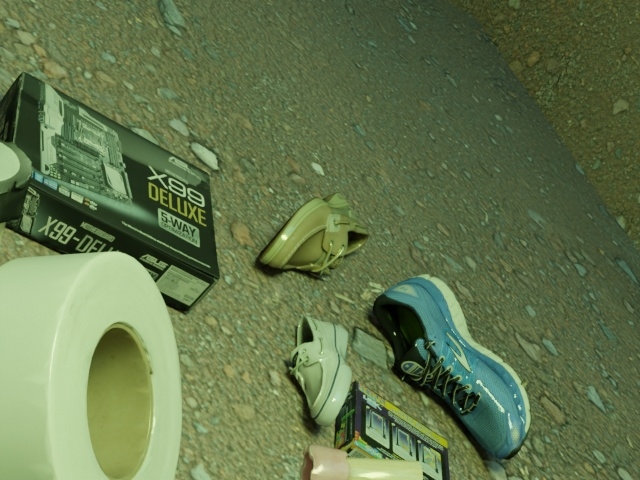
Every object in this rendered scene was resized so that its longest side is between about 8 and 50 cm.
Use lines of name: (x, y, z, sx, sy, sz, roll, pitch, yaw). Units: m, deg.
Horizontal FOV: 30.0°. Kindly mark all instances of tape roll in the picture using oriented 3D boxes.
tape roll: (-0.227, 0.153, 1.113, 0.286, 0.100, 0.286, -5, 90, -75)

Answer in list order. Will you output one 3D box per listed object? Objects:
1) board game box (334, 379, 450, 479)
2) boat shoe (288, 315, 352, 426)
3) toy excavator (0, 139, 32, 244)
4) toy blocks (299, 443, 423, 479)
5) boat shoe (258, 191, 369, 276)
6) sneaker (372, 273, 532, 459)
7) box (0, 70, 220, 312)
board game box: (0.098, 0.287, 1.621, 0.170, 0.048, 0.141, 36, 25, -16)
boat shoe: (-0.009, 0.175, 1.620, 0.075, 0.083, 0.226, 26, 17, -9)
toy excavator: (-0.487, -0.071, 1.148, 0.445, 0.222, 0.433, 29, 32, 9)
toy blocks: (-0.025, 0.383, 1.128, 0.260, 0.309, 0.288, 4, 14, -10)
boat shoe: (0.000, 0.000, 1.852, 0.098, 0.109, 0.302, 45, 20, 7)
sneaker: (0.187, 0.203, 1.826, 0.147, 0.130, 0.330, -12, 55, -43)
box: (-0.282, -0.064, 1.567, 0.307, 0.076, 0.242, 29, 29, -27)
